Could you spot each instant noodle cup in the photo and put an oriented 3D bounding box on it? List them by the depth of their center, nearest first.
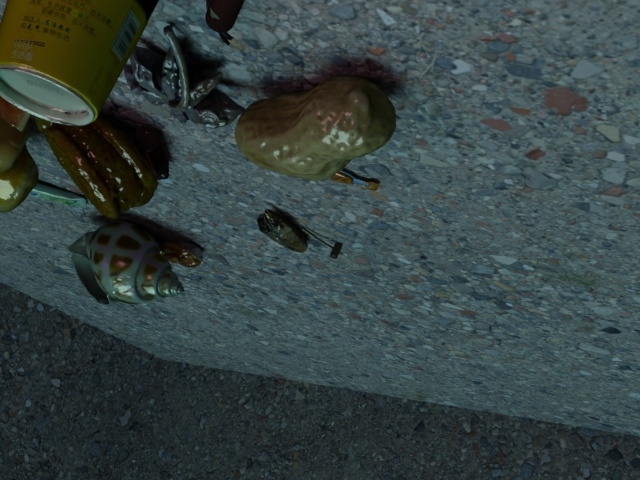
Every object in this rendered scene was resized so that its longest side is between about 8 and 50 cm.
[{"bbox_3d":[-0.330,-0.290,1.153,0.215,0.236,0.215,14,162,4],"label":"instant noodle cup"}]

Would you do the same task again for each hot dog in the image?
[{"bbox_3d":[-0.408,0.034,2.419,0.191,0.059,0.108,4,152,41],"label":"hot dog"}]

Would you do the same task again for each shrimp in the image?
[{"bbox_3d":[-0.103,-0.026,2.000,0.126,0.047,0.223,20,165,25],"label":"shrimp"}]

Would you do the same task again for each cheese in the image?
[{"bbox_3d":[0.056,-0.117,1.635,0.111,0.017,0.047,18,164,-1],"label":"cheese"}]

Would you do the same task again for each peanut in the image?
[{"bbox_3d":[-0.001,-0.171,1.344,0.159,0.143,0.291,24,159,-40],"label":"peanut"}]

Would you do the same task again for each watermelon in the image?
[{"bbox_3d":[-0.593,-0.291,1.648,0.069,0.087,0.163,-17,155,5],"label":"watermelon"}]

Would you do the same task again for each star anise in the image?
[{"bbox_3d":[-0.231,-0.251,1.416,0.230,0.081,0.262,26,165,7],"label":"star anise"}]

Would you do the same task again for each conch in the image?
[{"bbox_3d":[-0.529,0.075,2.340,0.197,0.249,0.368,-8,-146,-36],"label":"conch"}]

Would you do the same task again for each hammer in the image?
[{"bbox_3d":[0.000,0.000,2.003,0.110,0.035,0.019,33,157,-17],"label":"hammer"}]

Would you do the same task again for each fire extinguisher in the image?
[{"bbox_3d":[-0.129,-0.323,1.174,0.064,0.043,0.158,50,157,-1],"label":"fire extinguisher"}]

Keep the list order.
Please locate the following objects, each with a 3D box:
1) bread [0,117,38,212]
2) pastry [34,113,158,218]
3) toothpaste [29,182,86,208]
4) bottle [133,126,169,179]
[{"bbox_3d":[-0.764,-0.203,1.834,0.341,0.210,0.300,18,140,-21],"label":"bread"},{"bbox_3d":[-0.435,-0.160,1.723,0.235,0.132,0.240,40,160,40],"label":"pastry"},{"bbox_3d":[-0.758,-0.139,2.260,0.297,0.048,0.075,17,159,-10],"label":"toothpaste"},{"bbox_3d":[-0.341,-0.172,1.769,0.060,0.060,0.164,16,162,4],"label":"bottle"}]
